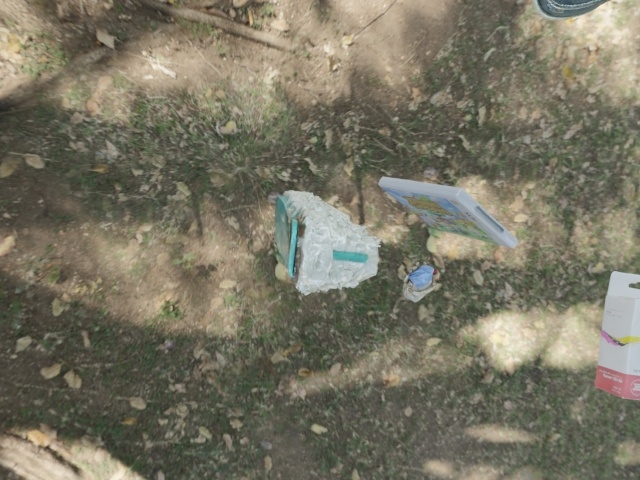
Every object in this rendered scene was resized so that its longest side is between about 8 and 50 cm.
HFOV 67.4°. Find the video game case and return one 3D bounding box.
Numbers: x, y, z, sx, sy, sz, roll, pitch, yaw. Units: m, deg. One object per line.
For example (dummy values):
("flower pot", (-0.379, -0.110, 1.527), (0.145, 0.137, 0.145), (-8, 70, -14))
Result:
("video game case", (0.238, -0.055, 0.917), (0.193, 0.212, 0.023), (32, 84, -33))

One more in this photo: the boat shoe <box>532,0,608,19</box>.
("boat shoe", (0.545, -0.499, 0.862), (0.319, 0.099, 0.116), (-21, 101, 0))

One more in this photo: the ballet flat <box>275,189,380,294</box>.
("ballet flat", (0.000, 0.000, 0.764), (0.147, 0.409, 0.147), (-2, 101, -8))

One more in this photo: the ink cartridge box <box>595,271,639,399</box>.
("ink cartridge box", (0.532, 0.156, 0.784), (0.115, 0.067, 0.198), (8, 88, -8))

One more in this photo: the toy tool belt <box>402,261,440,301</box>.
("toy tool belt", (0.171, 0.062, 0.812), (0.083, 0.052, 0.051), (-36, 126, -29))
